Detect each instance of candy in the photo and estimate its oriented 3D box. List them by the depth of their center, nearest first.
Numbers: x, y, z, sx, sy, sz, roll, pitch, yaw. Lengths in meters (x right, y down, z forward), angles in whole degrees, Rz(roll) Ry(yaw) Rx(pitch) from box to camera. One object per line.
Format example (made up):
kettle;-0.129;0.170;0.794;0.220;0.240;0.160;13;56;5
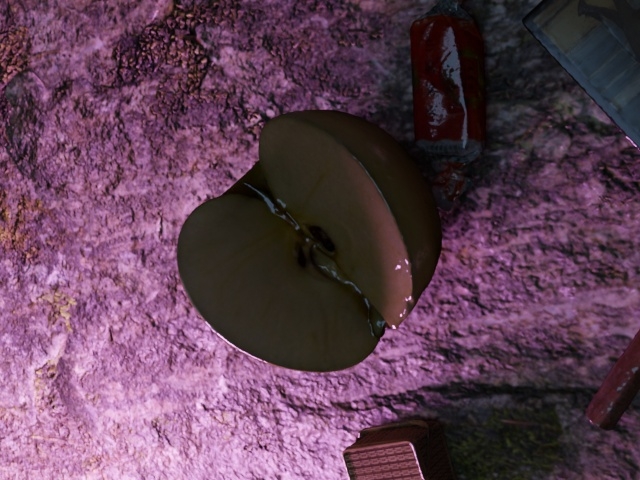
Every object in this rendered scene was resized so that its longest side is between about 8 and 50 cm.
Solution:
candy;0.147;-0.177;0.960;0.086;0.059;0.292;1;99;33

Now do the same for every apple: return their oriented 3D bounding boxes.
apple;0.001;0.000;0.984;0.258;0.233;0.295;42;109;3

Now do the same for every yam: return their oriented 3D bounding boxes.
yam;0.377;0.066;0.870;0.045;0.045;0.327;27;114;2

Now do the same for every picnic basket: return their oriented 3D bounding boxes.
picnic basket;0.108;0.316;1.065;0.115;0.079;0.164;-17;90;34

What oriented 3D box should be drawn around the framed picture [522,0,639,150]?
framed picture;0.401;-0.178;0.789;0.265;0.016;0.347;-41;77;16
